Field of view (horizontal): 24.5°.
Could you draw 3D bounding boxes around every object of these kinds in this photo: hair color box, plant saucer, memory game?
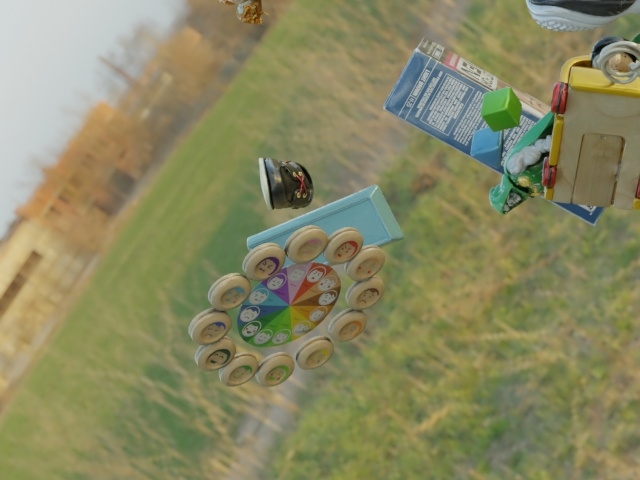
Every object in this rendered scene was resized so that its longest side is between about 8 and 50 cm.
[{"bbox_3d":[0.272,-0.164,2.156,0.105,0.347,0.174,-60,1,16],"label":"hair color box"},{"bbox_3d":[0.000,0.000,1.628,0.192,0.067,0.018,-22,10,36],"label":"plant saucer"},{"bbox_3d":[-0.024,0.059,1.252,0.186,0.186,0.012,-52,48,20],"label":"memory game"}]

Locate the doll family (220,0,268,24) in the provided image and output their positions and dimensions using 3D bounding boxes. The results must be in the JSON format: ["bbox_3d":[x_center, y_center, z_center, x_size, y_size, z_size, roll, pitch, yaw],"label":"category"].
[{"bbox_3d":[-0.099,-0.393,2.078,0.263,0.118,0.163,40,116,57],"label":"doll family"}]

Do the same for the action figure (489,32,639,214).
[{"bbox_3d":[0.272,-0.104,1.543,0.232,0.137,0.063,-37,45,17],"label":"action figure"}]

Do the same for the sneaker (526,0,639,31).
[{"bbox_3d":[0.381,-0.374,1.609,0.366,0.210,0.137,-18,41,12],"label":"sneaker"}]

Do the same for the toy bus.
[{"bbox_3d":[0.252,-0.118,1.308,0.202,0.191,0.104,-26,39,40],"label":"toy bus"}]

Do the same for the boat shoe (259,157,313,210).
[{"bbox_3d":[-0.031,-0.052,1.334,0.133,0.042,0.049,7,-104,-84],"label":"boat shoe"}]
